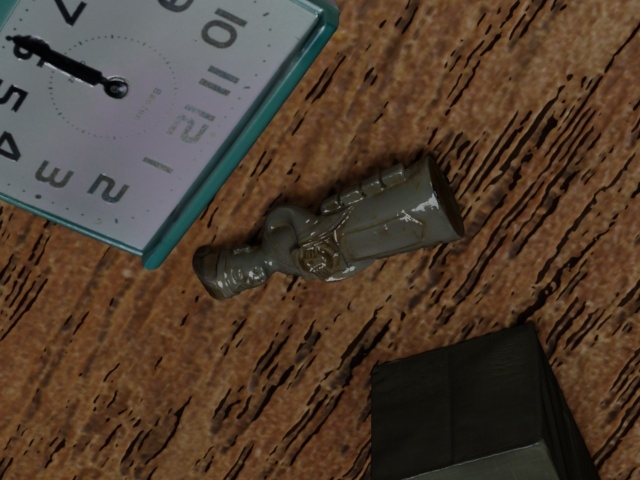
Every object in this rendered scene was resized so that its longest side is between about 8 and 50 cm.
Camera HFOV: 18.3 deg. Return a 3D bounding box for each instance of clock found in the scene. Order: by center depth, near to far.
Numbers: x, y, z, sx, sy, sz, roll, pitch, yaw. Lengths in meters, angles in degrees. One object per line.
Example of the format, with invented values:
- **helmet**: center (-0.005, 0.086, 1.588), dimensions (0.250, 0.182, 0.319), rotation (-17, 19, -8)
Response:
- **clock**: center (-0.150, -0.134, 1.415), dimensions (0.231, 0.116, 0.262), rotation (24, 125, -22)

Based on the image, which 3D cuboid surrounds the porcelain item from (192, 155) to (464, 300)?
- **porcelain item**: center (0.000, 0.000, 1.539), dimensions (0.213, 0.054, 0.084), rotation (-19, 123, 16)

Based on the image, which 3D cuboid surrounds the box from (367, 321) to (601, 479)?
- **box**: center (0.144, 0.214, 1.636), dimensions (0.155, 0.149, 0.231), rotation (-18, 124, 15)
